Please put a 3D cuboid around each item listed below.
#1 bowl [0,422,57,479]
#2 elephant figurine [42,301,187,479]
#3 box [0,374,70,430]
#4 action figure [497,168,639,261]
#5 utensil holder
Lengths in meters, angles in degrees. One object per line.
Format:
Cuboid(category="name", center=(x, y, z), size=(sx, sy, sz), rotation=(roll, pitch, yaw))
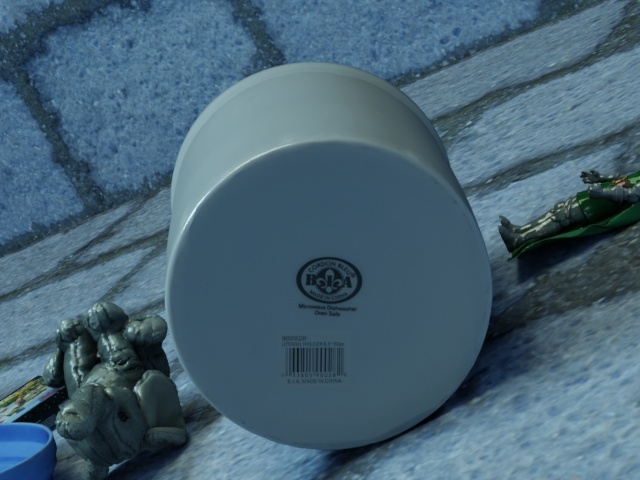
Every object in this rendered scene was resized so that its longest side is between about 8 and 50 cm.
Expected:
Cuboid(category="bowl", center=(-0.493, 0.305, 1.628), size=(0.391, 0.077, 0.391), rotation=(-11, 6, 1))
Cuboid(category="elephant figurine", center=(-0.237, 0.199, 1.590), size=(0.169, 0.186, 0.239), rotation=(-59, 27, 29))
Cuboid(category="box", center=(-0.458, 0.273, 1.964), size=(0.233, 0.044, 0.159), rotation=(-34, 15, -24))
Cuboid(category="action figure", center=(0.313, -0.044, 1.564), size=(0.232, 0.063, 0.137), rotation=(-22, 11, 13))
Cuboid(category="utensil holder", center=(0.000, 0.000, 1.456), size=(0.328, 0.327, 0.385), rotation=(-27, 14, 4))
